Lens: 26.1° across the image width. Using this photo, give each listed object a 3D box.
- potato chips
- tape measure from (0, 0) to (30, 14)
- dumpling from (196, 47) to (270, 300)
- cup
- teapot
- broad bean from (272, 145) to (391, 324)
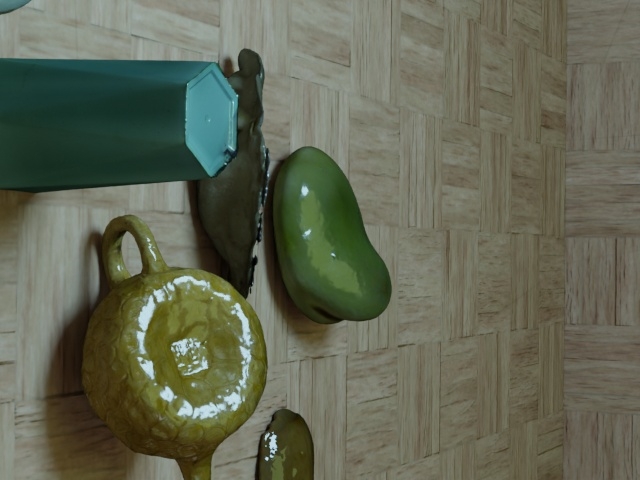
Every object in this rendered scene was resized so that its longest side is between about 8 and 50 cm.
[{"bbox_3d":[-0.037,0.333,1.899,0.150,0.049,0.201,28,59,-67],"label":"potato chips"},{"bbox_3d":[-0.333,-0.310,1.194,0.246,0.125,0.243,55,49,-46],"label":"tape measure"},{"bbox_3d":[-0.111,-0.078,1.698,0.166,0.086,0.332,176,-85,-83],"label":"dumpling"},{"bbox_3d":[-0.204,-0.109,1.337,0.134,0.236,0.148,-52,138,-49],"label":"cup"},{"bbox_3d":[-0.177,0.125,1.502,0.203,0.167,0.311,-20,89,-38],"label":"teapot"},{"bbox_3d":[0.000,0.000,1.920,0.189,0.121,0.263,-36,107,-53],"label":"broad bean"}]
